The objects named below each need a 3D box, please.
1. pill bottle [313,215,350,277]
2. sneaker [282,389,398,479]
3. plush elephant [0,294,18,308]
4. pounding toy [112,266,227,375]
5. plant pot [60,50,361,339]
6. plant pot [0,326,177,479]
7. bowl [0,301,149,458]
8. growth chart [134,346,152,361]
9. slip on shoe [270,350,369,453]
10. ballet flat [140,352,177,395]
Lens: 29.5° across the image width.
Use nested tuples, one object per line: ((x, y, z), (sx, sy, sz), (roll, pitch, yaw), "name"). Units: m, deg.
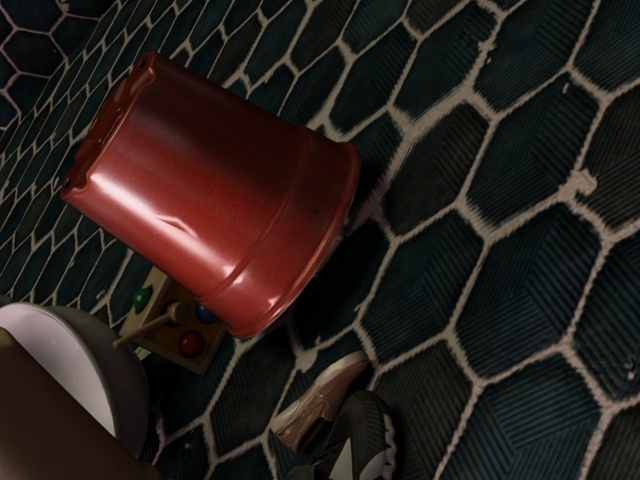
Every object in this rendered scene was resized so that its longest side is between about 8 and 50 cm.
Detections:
((0.000, 0.000, 1.445), (0.083, 0.043, 0.043), (-55, 24, 9), "pill bottle")
((0.002, 0.231, 1.099), (0.078, 0.106, 0.234), (-26, 40, 50), "sneaker")
((-0.639, 0.219, 2.200), (0.255, 0.330, 0.272), (151, 139, -79), "plush elephant")
((-0.196, 0.105, 1.585), (0.100, 0.141, 0.130), (5, 66, 63), "pounding toy")
((-0.138, -0.068, 1.414), (0.272, 0.265, 0.272), (-49, 21, 25), "plant pot")
((-0.358, 0.278, 1.365), (0.334, 0.305, 0.334), (-30, 17, 10), "plant pot")
((-0.328, 0.211, 1.657), (0.134, 0.298, 0.298), (-19, -13, -48), "bowl")
((-0.216, 0.077, 1.804), (0.172, 0.021, 0.237), (-32, 36, 45), "growth chart")
((0.006, 0.167, 1.252), (0.135, 0.051, 0.041), (-43, 68, 17), "slip on shoe")
((-0.251, 0.199, 1.719), (0.049, 0.057, 0.173), (-25, -5, -45), "ballet flat")
